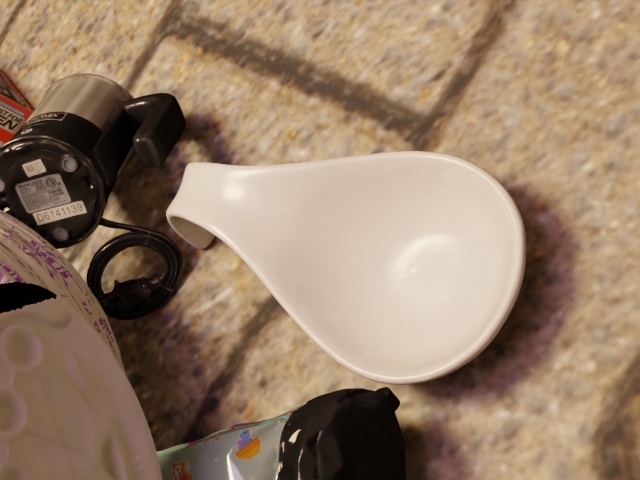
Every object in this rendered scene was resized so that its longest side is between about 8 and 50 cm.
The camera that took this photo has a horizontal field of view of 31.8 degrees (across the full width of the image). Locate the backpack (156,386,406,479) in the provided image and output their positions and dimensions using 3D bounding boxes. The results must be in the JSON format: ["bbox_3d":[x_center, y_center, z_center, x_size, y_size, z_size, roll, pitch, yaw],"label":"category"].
[{"bbox_3d":[-0.041,0.163,0.626,0.182,0.115,0.152,-21,62,35],"label":"backpack"}]

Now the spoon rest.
[{"bbox_3d":[0.000,0.000,0.686,0.276,0.084,0.137,16,81,41],"label":"spoon rest"}]

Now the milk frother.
[{"bbox_3d":[-0.159,-0.033,0.819,0.129,0.143,0.135,2,27,4],"label":"milk frother"}]

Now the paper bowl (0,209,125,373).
[{"bbox_3d":[-0.265,0.109,0.748,0.284,0.148,0.284,1,98,10],"label":"paper bowl"}]

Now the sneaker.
[{"bbox_3d":[-0.186,0.199,0.585,0.236,0.130,0.323,-17,90,38],"label":"sneaker"}]

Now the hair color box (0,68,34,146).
[{"bbox_3d":[-0.333,-0.077,0.989,0.167,0.053,0.093,-52,48,9],"label":"hair color box"}]
